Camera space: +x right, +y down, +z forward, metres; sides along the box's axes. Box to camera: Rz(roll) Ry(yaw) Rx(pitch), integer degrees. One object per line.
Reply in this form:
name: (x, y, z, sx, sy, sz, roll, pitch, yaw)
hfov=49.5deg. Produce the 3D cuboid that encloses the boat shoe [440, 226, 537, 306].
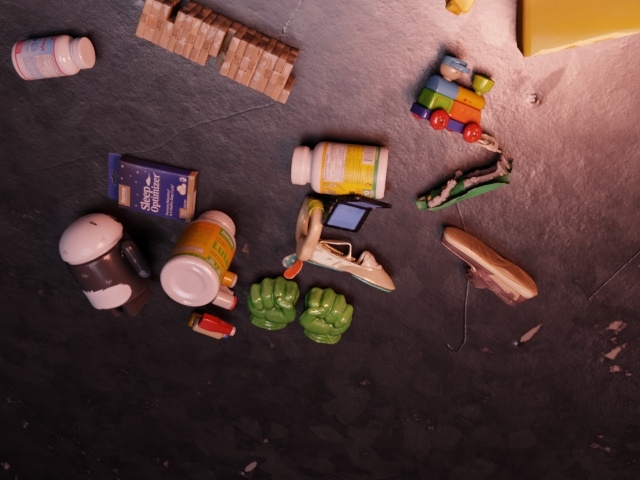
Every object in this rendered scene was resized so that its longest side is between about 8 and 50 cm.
boat shoe: (0.391, 0.071, 1.662, 0.285, 0.103, 0.092, 31, 118, -18)

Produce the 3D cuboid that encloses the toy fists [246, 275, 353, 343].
toy fists: (-0.055, 0.180, 1.810, 0.279, 0.096, 0.142, 14, 123, 2)

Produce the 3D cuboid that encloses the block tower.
block tower: (-0.204, -0.410, 1.452, 0.335, 0.091, 0.097, 25, 124, -8)

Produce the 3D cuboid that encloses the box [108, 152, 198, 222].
box: (-0.419, -0.129, 1.706, 0.225, 0.036, 0.136, 13, 124, 2)

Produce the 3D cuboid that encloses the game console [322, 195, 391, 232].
game console: (0.084, -0.058, 1.580, 0.107, 0.122, 0.071, 3, 85, 46)

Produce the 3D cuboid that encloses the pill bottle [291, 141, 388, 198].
pill bottle: (0.044, -0.160, 1.558, 0.208, 0.117, 0.117, 6, 124, 5)

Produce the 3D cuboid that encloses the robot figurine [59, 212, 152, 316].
robot figurine: (-0.542, 0.062, 1.772, 0.209, 0.173, 0.278, -26, 118, -3)

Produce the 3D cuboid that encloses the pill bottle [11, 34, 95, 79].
pill bottle: (-0.584, -0.403, 1.522, 0.160, 0.087, 0.087, -4, 122, 11)

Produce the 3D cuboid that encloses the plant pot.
plant pot: (0.456, -0.457, 1.253, 0.212, 0.212, 0.187, -9, 109, 15)

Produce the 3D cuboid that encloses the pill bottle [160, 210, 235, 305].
pill bottle: (-0.281, 0.032, 1.660, 0.136, 0.245, 0.136, 4, 124, 6)

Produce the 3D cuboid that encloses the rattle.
rattle: (0.000, 0.000, 1.670, 0.143, 0.130, 0.199, 4, 101, -36)

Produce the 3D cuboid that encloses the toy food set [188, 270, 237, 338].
toy food set: (-0.261, 0.188, 1.845, 0.105, 0.111, 0.232, 24, 123, -21)

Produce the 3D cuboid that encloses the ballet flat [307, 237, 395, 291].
ballet flat: (0.079, 0.051, 1.719, 0.248, 0.086, 0.086, 20, 124, -2)

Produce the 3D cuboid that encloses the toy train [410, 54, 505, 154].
toy train: (0.324, -0.283, 1.457, 0.248, 0.105, 0.143, 16, 109, -26)

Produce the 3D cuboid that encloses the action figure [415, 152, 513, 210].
action figure: (0.312, -0.119, 1.552, 0.232, 0.137, 0.063, -26, 101, 33)

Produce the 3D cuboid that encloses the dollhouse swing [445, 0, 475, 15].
dollhouse swing: (0.174, -0.598, 1.110, 0.305, 0.347, 0.315, 26, 123, -8)
